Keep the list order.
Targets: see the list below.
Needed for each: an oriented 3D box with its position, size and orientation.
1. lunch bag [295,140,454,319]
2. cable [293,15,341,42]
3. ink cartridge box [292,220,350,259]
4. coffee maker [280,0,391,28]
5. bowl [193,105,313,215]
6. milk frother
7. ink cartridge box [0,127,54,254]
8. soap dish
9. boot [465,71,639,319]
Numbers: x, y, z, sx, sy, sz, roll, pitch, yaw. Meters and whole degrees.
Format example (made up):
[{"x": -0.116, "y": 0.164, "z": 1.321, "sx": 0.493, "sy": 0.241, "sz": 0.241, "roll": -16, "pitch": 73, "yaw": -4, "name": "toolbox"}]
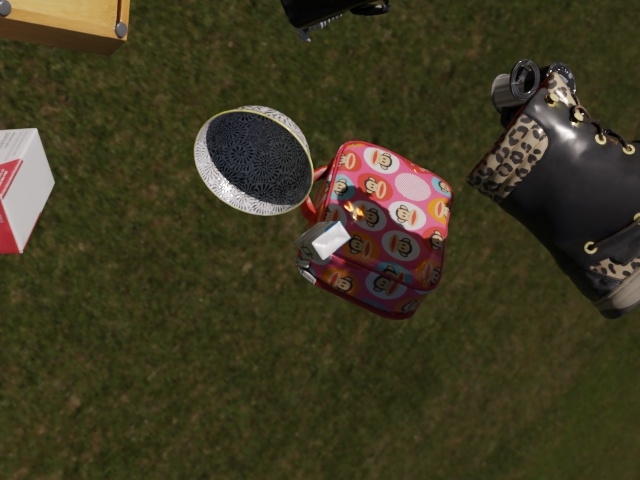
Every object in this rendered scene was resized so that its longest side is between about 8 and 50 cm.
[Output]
[{"x": 0.080, "y": -0.030, "z": 1.572, "sx": 0.120, "sy": 0.258, "sz": 0.293, "roll": 121, "pitch": -9, "yaw": -46, "name": "lunch bag"}, {"x": -0.043, "y": -0.508, "z": 1.723, "sx": 0.089, "sy": 0.257, "sz": 0.257, "roll": -23, "pitch": 179, "yaw": -1, "name": "cable"}, {"x": 0.000, "y": 0.000, "z": 1.226, "sx": 0.048, "sy": 0.083, "sz": 0.028, "roll": -38, "pitch": 102, "yaw": -15, "name": "ink cartridge box"}, {"x": 0.019, "y": -0.420, "z": 1.512, "sx": 0.171, "sy": 0.178, "sz": 0.120, "roll": 3, "pitch": 77, "yaw": -55, "name": "coffee maker"}, {"x": -0.081, "y": -0.124, "z": 1.294, "sx": 0.080, "sy": 0.170, "sz": 0.170, "roll": -66, "pitch": 164, "yaw": -48, "name": "bowl"}, {"x": 0.367, "y": -0.282, "z": 1.736, "sx": 0.143, "sy": 0.135, "sz": 0.129, "roll": 46, "pitch": 62, "yaw": -27, "name": "milk frother"}, {"x": -0.584, "y": -0.073, "z": 1.475, "sx": 0.197, "sy": 0.273, "sz": 0.114, "roll": -86, "pitch": 171, "yaw": -52, "name": "ink cartridge box"}, {"x": -0.424, "y": -0.422, "z": 1.472, "sx": 0.291, "sy": 0.118, "sz": 0.228, "roll": 0, "pitch": 99, "yaw": -48, "name": "soap dish"}, {"x": 0.403, "y": -0.119, "z": 1.240, "sx": 0.377, "sy": 0.284, "sz": 0.138, "roll": -51, "pitch": 177, "yaw": 11, "name": "boot"}]
